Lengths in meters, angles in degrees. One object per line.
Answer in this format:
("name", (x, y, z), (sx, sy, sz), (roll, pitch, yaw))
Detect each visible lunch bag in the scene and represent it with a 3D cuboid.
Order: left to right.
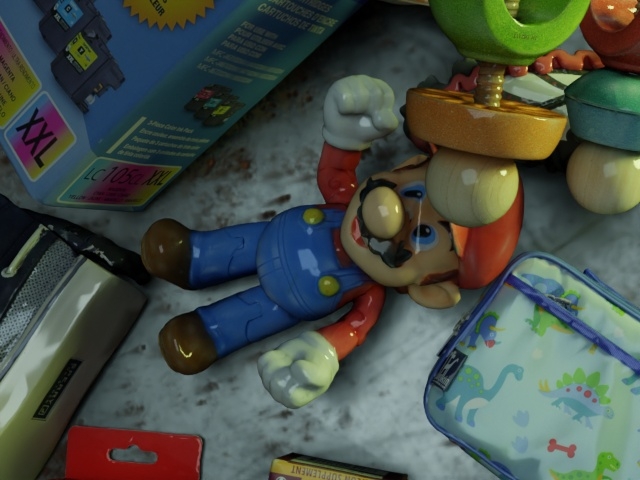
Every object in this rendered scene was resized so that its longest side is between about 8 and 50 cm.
("lunch bag", (0.202, 0.123, 0.803), (0.219, 0.090, 0.176), (37, 87, 13))

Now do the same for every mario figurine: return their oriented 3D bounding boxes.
("mario figurine", (0.000, 0.000, 0.801), (0.320, 0.170, 0.198), (-20, 112, 21))

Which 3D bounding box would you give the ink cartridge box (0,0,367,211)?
("ink cartridge box", (-0.123, -0.248, 0.837), (0.395, 0.151, 0.270), (-39, 75, 20))

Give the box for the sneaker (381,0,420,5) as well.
("sneaker", (0.089, -0.242, 0.856), (0.221, 0.128, 0.087), (27, 87, 12))

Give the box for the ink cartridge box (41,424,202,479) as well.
("ink cartridge box", (-0.178, 0.276, 0.860), (0.134, 0.078, 0.231), (2, 82, 12))

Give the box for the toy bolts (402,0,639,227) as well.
("toy bolts", (0.143, -0.102, 0.725), (0.228, 0.218, 0.159), (2, 108, -22))

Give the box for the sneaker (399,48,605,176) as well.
("sneaker", (0.204, -0.091, 0.827), (0.276, 0.097, 0.135), (-8, 78, 9))

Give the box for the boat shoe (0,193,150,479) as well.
("boat shoe", (-0.304, 0.120, 0.897), (0.158, 0.127, 0.341), (32, 81, 20))

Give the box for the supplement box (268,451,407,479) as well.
("supplement box", (0.002, 0.274, 0.822), (0.104, 0.081, 0.188), (8, 84, 12))
